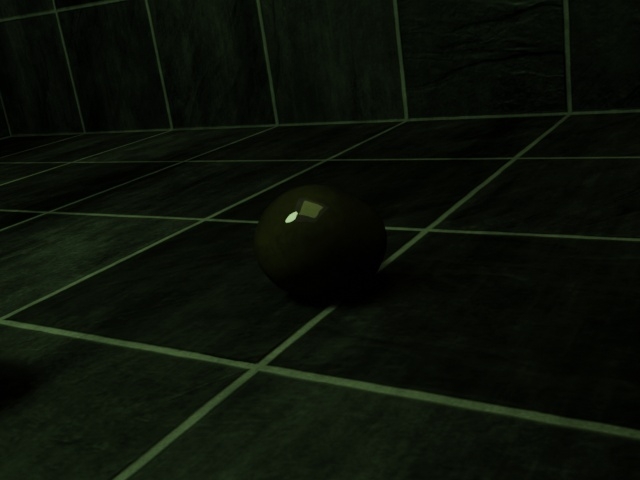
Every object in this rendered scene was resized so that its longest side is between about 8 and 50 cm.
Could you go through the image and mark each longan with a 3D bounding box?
[{"bbox_3d":[0.000,0.000,1.043,0.187,0.168,0.167,12,17,-6],"label":"longan"}]
